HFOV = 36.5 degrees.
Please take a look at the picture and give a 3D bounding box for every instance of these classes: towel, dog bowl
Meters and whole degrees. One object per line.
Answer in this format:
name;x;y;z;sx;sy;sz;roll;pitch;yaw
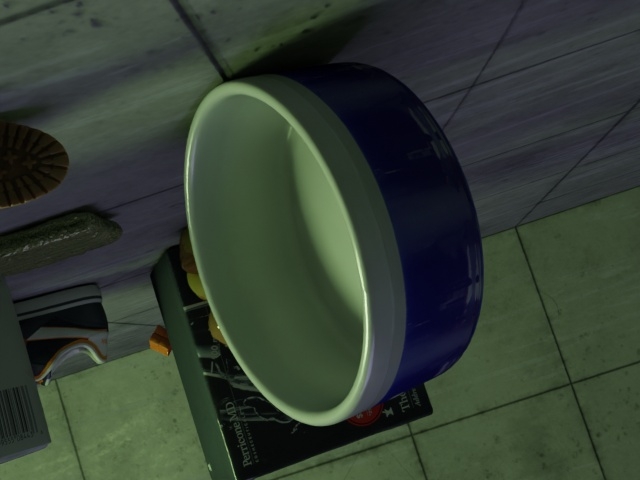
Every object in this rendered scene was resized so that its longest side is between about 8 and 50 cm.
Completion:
towel;-0.289;0.004;1.010;0.148;0.027;0.110;-17;172;4
dog bowl;0.000;0.000;0.745;0.104;0.264;0.265;-17;173;-30

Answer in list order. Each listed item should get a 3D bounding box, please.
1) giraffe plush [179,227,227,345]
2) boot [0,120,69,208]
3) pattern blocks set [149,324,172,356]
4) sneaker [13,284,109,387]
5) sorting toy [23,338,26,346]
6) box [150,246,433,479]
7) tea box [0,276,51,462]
giraffe plush;-0.079;0.071;1.230;0.210;0.170;0.181;-28;134;31
boot;-0.249;-0.042;0.669;0.158;0.059;0.084;-9;175;-5
pattern blocks set;-0.148;0.141;1.659;0.286;0.026;0.325;-18;-147;-22
sneaker;-0.461;0.161;1.396;0.321;0.127;0.126;-14;173;-20
sorting toy;-0.539;0.199;1.317;0.229;0.041;0.307;24;133;-31
box;-0.050;0.153;1.455;0.313;0.343;0.179;-16;172;-20
tea box;-0.528;0.184;1.003;0.324;0.219;0.329;-21;172;23
